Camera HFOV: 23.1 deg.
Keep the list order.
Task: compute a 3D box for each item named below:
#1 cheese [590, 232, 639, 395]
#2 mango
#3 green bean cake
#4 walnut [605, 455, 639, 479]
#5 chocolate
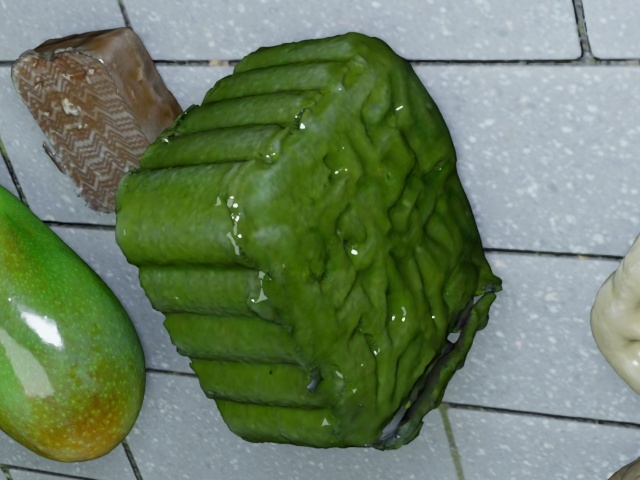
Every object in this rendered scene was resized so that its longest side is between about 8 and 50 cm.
[{"bbox_3d":[0.363,0.062,1.451,0.235,0.117,0.218,2,126,32],"label":"cheese"},{"bbox_3d":[-0.345,0.094,1.862,0.225,0.201,0.382,-4,115,60],"label":"mango"},{"bbox_3d":[0.000,0.000,1.467,0.218,0.335,0.319,-5,127,36],"label":"green bean cake"},{"bbox_3d":[0.396,0.307,1.608,0.230,0.178,0.178,30,137,-10],"label":"walnut"},{"bbox_3d":[-0.221,-0.134,1.664,0.148,0.093,0.214,-6,123,33],"label":"chocolate"}]
